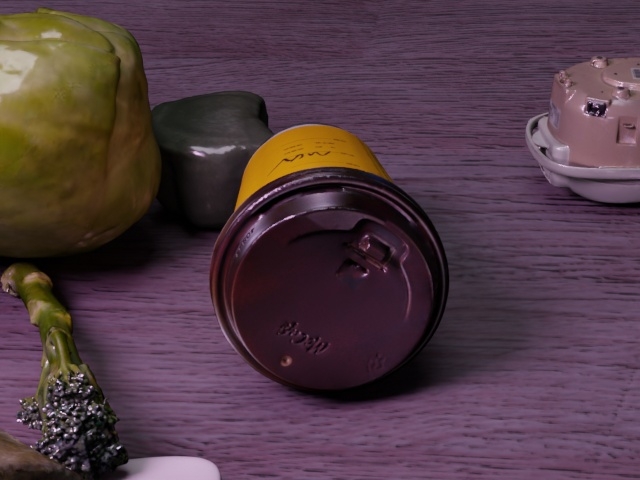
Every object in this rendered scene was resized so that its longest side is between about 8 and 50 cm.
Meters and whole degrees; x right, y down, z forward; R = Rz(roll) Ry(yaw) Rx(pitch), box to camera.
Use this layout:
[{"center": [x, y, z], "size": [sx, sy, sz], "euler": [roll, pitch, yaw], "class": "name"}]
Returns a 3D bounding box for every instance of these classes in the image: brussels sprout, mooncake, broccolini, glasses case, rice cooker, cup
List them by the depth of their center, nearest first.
[{"center": [-0.154, 0.194, 1.098], "size": [0.164, 0.041, 0.063], "euler": [-8, 27, -1], "class": "glasses case"}, {"center": [-0.233, 0.100, 1.230], "size": [0.074, 0.079, 0.392], "euler": [-19, 19, -13], "class": "broccolini"}, {"center": [0.000, 0.000, 1.276], "size": [0.196, 0.196, 0.280], "euler": [-7, 22, -2], "class": "cup"}, {"center": [-0.294, -0.103, 1.387], "size": [0.328, 0.247, 0.328], "euler": [13, -3, 1], "class": "brussels sprout"}, {"center": [0.310, -0.112, 1.456], "size": [0.206, 0.127, 0.145], "euler": [0, 29, -7], "class": "rice cooker"}, {"center": [-0.097, -0.087, 1.506], "size": [0.168, 0.104, 0.175], "euler": [3, 29, 22], "class": "mooncake"}]

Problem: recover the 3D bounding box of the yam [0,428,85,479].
[{"center": [-0.293, 0.189, 0.986], "size": [0.300, 0.195, 0.195], "euler": [20, 39, 38], "class": "yam"}]
